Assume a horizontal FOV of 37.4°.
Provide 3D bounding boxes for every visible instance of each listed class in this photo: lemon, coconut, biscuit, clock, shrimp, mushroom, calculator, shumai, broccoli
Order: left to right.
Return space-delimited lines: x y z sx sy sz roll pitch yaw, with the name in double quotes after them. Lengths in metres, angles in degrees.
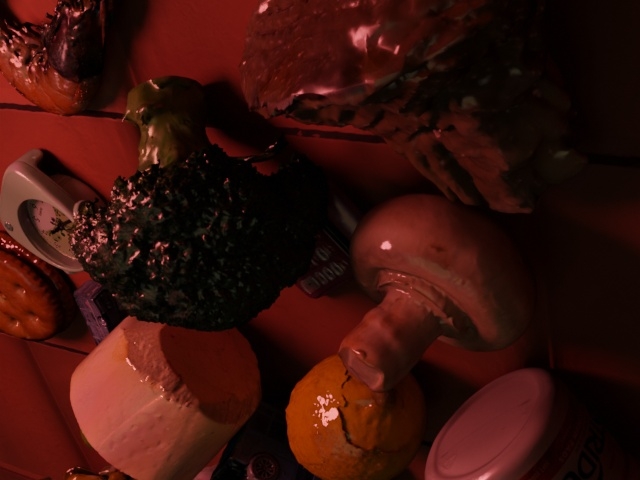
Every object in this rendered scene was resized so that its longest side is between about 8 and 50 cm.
-0.505 0.079 1.557 0.220 0.066 0.220 20 137 20 "biscuit"
-0.341 -0.272 1.125 0.222 0.054 0.290 42 143 -4 "shrimp"
-0.363 -0.022 1.363 0.211 0.066 0.159 36 140 2 "clock"
-0.224 0.220 1.330 0.239 0.239 0.244 44 118 -6 "coconut"
-0.137 -0.044 1.035 0.297 0.297 0.297 -29 71 47 "broccoli"
0.000 0.000 1.146 0.126 0.034 0.190 46 145 -10 "calculator"
0.044 0.229 1.212 0.193 0.180 0.180 -35 103 26 "lemon"
0.117 0.050 0.974 0.206 0.209 0.206 14 126 20 "mushroom"
0.108 -0.167 0.856 0.283 0.217 0.346 20 163 -29 "shumai"

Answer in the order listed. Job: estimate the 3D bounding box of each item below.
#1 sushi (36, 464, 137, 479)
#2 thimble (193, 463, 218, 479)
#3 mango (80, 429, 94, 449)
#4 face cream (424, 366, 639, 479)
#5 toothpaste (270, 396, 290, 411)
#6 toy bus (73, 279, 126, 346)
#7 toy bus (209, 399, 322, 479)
-0.432 0.612 1.820 0.285 0.328 0.329 53 163 46 "sushi"
-0.159 0.487 1.575 0.172 0.205 0.250 20 153 29 "thimble"
-0.340 0.313 1.620 0.125 0.111 0.233 46 140 -2 "mango"
0.248 0.275 1.085 0.187 0.201 0.201 46 139 -9 "face cream"
-0.065 0.270 1.436 0.255 0.037 0.067 -24 115 43 "toothpaste"
-0.336 0.139 1.506 0.065 0.047 0.166 11 132 32 "toy bus"
-0.024 0.336 1.368 0.234 0.133 0.116 28 140 -7 "toy bus"
